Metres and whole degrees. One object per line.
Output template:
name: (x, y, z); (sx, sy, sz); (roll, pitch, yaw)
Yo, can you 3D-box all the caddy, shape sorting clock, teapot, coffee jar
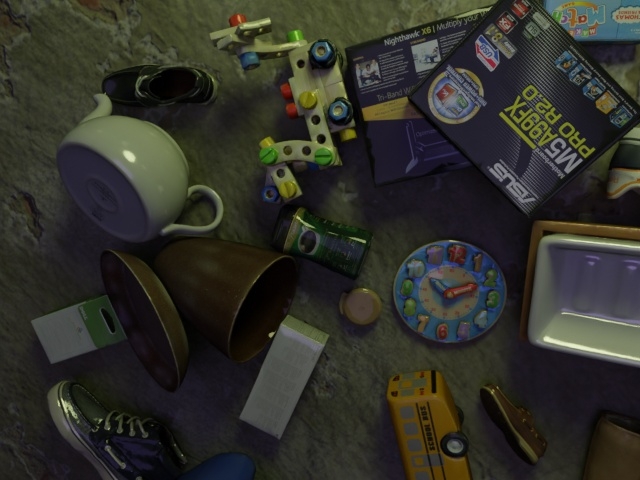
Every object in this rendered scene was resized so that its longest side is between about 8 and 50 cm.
caddy: (-0.242, 0.628, 1.016); (0.341, 0.179, 0.241); (-35, 92, 16)
shape sorting clock: (0.241, 0.099, 0.888); (0.206, 0.040, 0.206); (2, 101, 11)
teapot: (-0.337, -0.130, 0.891); (0.253, 0.187, 0.256); (10, 130, 28)
coffee jar: (0.000, 0.000, 0.895); (0.185, 0.079, 0.096); (21, 106, 6)

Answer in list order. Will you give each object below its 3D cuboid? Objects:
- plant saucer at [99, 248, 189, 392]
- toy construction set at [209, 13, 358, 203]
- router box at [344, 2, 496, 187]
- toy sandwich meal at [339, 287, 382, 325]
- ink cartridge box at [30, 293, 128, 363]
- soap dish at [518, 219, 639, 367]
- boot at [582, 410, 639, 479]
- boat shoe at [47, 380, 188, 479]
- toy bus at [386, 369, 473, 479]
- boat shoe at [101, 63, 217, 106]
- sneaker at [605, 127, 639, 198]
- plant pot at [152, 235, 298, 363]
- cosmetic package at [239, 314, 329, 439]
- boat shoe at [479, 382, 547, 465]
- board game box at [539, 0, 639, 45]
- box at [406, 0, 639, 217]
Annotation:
plant saucer: (-0.344, 0.152, 0.937); (0.311, 0.050, 0.310); (28, 132, 37)
toy construction set: (-0.053, -0.238, 0.834); (0.215, 0.151, 0.327); (-15, 109, 14)
router box: (0.217, -0.242, 0.804); (0.309, 0.081, 0.242); (-11, 99, 13)
toy sandwich meal: (0.079, 0.130, 0.933); (0.086, 0.029, 0.085); (1, 100, 6)
ink cartridge box: (-0.515, 0.187, 1.042); (0.209, 0.062, 0.108); (-19, 97, 14)
soap dish: (0.484, 0.080, 0.751); (0.291, 0.118, 0.228); (8, 115, 26)
boot: (0.599, 0.478, 0.868); (0.236, 0.089, 0.269); (15, 102, 8)
boat shoe: (-0.442, 0.425, 1.059); (0.158, 0.127, 0.340); (-35, 95, 2)
toy bus: (0.230, 0.429, 0.919); (0.130, 0.108, 0.332); (-12, 98, 14)
boat shoe: (-0.320, -0.298, 0.902); (0.233, 0.079, 0.083); (4, 103, 12)
sneaker: (0.618, -0.067, 0.740); (0.321, 0.126, 0.127); (23, 100, 17)
plant pot: (-0.196, 0.082, 0.901); (0.231, 0.215, 0.215); (25, 105, 20)
cosmetic package: (-0.075, 0.282, 0.975); (0.099, 0.060, 0.239); (26, 105, 7)
boat shoe: (0.370, 0.341, 0.905); (0.060, 0.064, 0.178); (-36, 94, -15)
board game box: (0.436, -0.422, 0.745); (0.160, 0.039, 0.211); (3, 100, 8)
box: (0.303, -0.205, 0.721); (0.270, 0.060, 0.216); (46, 105, -1)
